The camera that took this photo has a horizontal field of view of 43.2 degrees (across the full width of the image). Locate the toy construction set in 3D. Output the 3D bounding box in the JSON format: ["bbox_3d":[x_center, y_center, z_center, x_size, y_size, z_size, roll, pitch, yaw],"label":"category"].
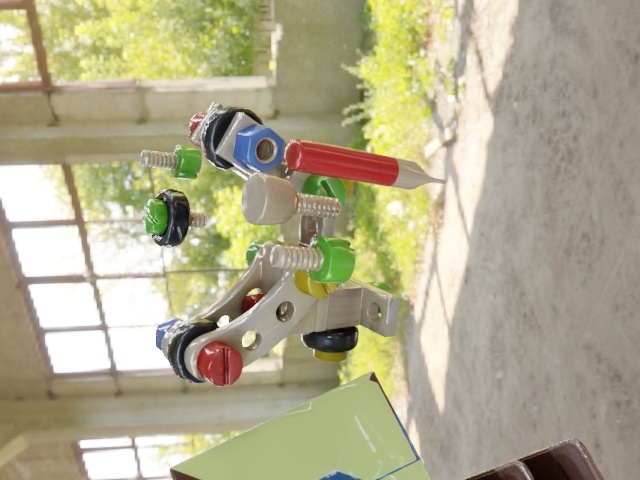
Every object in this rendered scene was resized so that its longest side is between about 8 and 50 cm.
[{"bbox_3d":[0.000,0.000,0.741,0.309,0.237,0.257,-24,65,54],"label":"toy construction set"}]

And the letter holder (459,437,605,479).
[{"bbox_3d":[0.293,0.437,1.045,0.214,0.152,0.301,-46,59,52],"label":"letter holder"}]

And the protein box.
[{"bbox_3d":[-0.002,0.254,0.752,0.201,0.200,0.136,76,168,-59],"label":"protein box"}]
